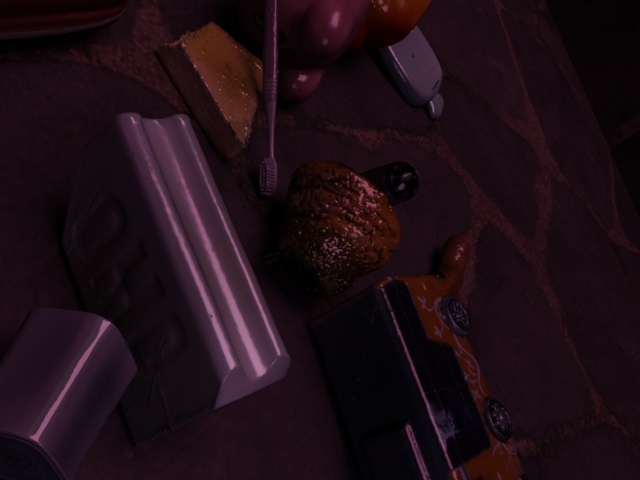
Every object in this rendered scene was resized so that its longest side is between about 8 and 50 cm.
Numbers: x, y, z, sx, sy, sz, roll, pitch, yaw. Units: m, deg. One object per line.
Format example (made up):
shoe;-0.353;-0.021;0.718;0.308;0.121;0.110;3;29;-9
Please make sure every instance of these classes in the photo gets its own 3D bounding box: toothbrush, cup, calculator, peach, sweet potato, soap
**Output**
toothbrush;-0.076;-0.241;1.011;0.029;0.024;0.354;4;86;-70
cup;-0.229;0.144;0.602;0.129;0.095;0.128;-70;159;-45
calculator;0.208;-0.411;1.569;0.295;0.042;0.184;54;43;-20
peach;0.093;-0.533;1.362;0.289;0.289;0.308;18;84;-43
sweet potato;0.214;0.083;1.219;0.281;0.059;0.067;-52;127;-52
soap;-0.160;0.038;0.691;0.095;0.172;0.290;-9;72;-53

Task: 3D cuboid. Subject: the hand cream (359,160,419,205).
hand cream;0.069;-0.068;1.027;0.055;0.235;0.086;-45;104;-25

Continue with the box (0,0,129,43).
box;-0.385;-0.336;0.753;0.263;0.108;0.404;58;34;-1

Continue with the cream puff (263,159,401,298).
cream puff;0.000;0.000;0.956;0.183;0.183;0.169;47;62;-15

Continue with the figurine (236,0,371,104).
figurine;-0.024;-0.393;1.141;0.211;0.269;0.261;40;61;-3

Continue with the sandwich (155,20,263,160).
sandwich;-0.163;-0.232;0.999;0.162;0.058;0.193;34;43;-28

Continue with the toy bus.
toy bus;0.130;0.217;0.929;0.194;0.162;0.324;5;59;-49
